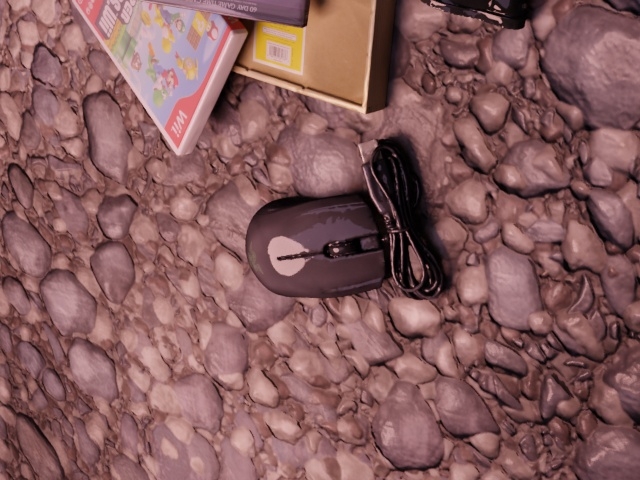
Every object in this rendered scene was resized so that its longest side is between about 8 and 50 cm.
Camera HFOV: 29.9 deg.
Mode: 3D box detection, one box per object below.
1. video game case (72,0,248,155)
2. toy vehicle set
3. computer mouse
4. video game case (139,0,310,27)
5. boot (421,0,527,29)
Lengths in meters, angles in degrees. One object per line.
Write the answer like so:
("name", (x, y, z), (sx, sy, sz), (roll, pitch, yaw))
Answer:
("video game case", (-0.202, -0.272, 1.442), (0.285, 0.025, 0.204), (54, 137, 23))
("toy vehicle set", (-0.036, -0.255, 1.332), (0.267, 0.035, 0.166), (23, 120, 33))
("computer mouse", (0.000, 0.000, 1.372), (0.272, 0.072, 0.188), (-12, 98, 43))
("video game case", (-0.092, -0.374, 1.249), (0.196, 0.026, 0.274), (11, 108, 11))
("boot", (0.158, -0.265, 1.155), (0.121, 0.045, 0.099), (21, 121, 26))
